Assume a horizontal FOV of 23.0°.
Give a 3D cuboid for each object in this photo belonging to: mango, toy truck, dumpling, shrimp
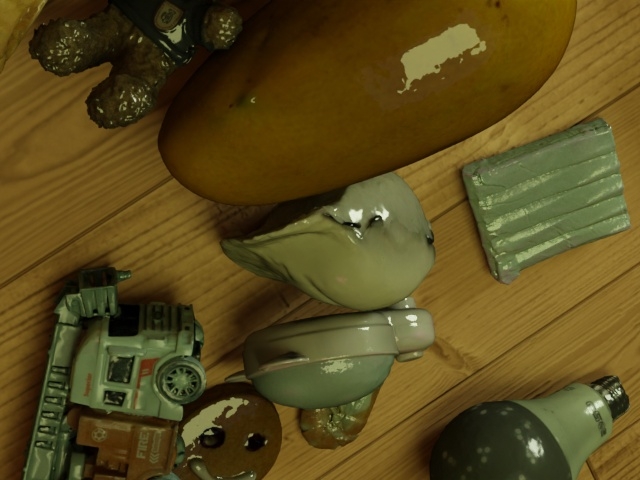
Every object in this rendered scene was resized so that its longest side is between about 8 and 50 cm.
[{"bbox_3d":[0.045,-0.175,1.575,0.446,0.300,0.232,-30,92,-2],"label":"mango"},{"bbox_3d":[-0.230,0.196,1.733,0.184,0.133,0.338,8,109,-9],"label":"toy truck"},{"bbox_3d":[0.001,-0.005,1.730,0.227,0.175,0.243,-12,139,29],"label":"dumpling"},{"bbox_3d":[0.040,0.183,1.930,0.091,0.043,0.184,25,106,-31],"label":"shrimp"}]

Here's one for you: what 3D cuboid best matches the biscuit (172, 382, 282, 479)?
[{"bbox_3d":[-0.172,0.367,1.920,0.283,0.064,0.432,17,109,-32],"label":"biscuit"}]

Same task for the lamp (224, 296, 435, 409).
[{"bbox_3d":[0.022,0.135,1.811,0.246,0.179,0.108,-11,87,-27],"label":"lamp"}]

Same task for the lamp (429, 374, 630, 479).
[{"bbox_3d":[0.273,0.253,2.028,0.314,0.182,0.182,-44,130,-22],"label":"lamp"}]

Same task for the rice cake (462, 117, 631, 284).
[{"bbox_3d":[0.277,-0.049,1.913,0.198,0.037,0.189,-27,126,-9],"label":"rice cake"}]

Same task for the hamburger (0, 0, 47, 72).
[{"bbox_3d":[-0.333,-0.225,1.474,0.262,0.124,0.131,-50,145,13],"label":"hamburger"}]

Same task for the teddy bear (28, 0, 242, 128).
[{"bbox_3d":[-0.169,-0.214,1.525,0.251,0.182,0.129,-49,171,-20],"label":"teddy bear"}]
